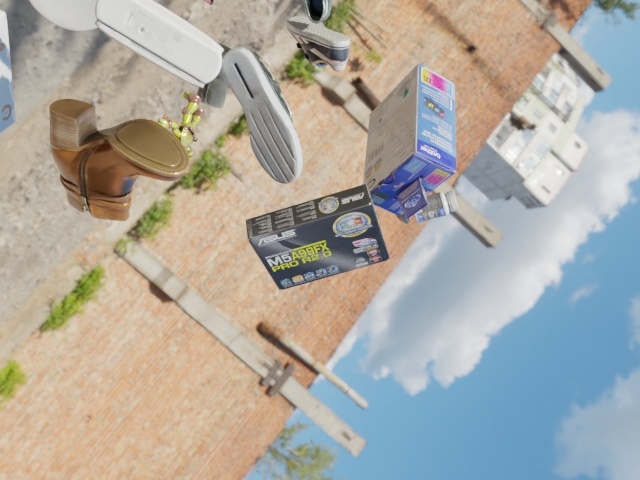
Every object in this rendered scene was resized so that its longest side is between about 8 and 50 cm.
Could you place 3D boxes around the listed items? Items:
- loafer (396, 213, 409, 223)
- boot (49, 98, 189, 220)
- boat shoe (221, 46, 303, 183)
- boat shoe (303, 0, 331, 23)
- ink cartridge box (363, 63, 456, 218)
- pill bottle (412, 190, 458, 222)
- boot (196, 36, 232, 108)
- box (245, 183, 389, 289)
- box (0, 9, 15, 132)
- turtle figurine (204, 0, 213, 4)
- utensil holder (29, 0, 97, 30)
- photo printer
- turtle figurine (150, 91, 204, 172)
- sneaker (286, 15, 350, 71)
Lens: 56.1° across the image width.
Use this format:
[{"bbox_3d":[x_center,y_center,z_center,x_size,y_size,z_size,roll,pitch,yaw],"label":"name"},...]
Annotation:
[{"bbox_3d":[0.252,-0.102,1.943,0.039,0.125,0.045,-3,-132,31],"label":"loafer"},{"bbox_3d":[-0.363,-0.111,1.086,0.109,0.283,0.220,-62,168,-48],"label":"boot"},{"bbox_3d":[-0.115,-0.304,1.434,0.121,0.335,0.119,-14,-165,29],"label":"boat shoe"},{"bbox_3d":[-0.008,-0.872,1.968,0.099,0.116,0.320,-74,168,-50],"label":"boat shoe"},{"bbox_3d":[0.253,-0.260,1.731,0.270,0.151,0.396,-40,-146,51],"label":"ink cartridge box"},{"bbox_3d":[0.362,-0.109,1.905,0.137,0.078,0.078,-16,-163,13],"label":"pill bottle"},{"bbox_3d":[-0.391,-0.580,2.062,0.076,0.189,0.209,-55,174,-50],"label":"boot"},{"bbox_3d":[0.000,0.000,1.314,0.269,0.216,0.060,-16,-127,6],"label":"box"},{"bbox_3d":[-0.974,-0.447,1.624,0.215,0.168,0.345,-69,178,-51],"label":"box"},{"bbox_3d":[-0.252,-0.634,1.246,0.198,0.266,0.274,-69,-163,-1],"label":"turtle figurine"},{"bbox_3d":[-0.780,-0.897,2.000,0.327,0.327,0.386,-46,-153,24],"label":"utensil holder"},{"bbox_3d":[-0.329,-0.430,1.286,0.107,0.256,0.307,-59,-164,9],"label":"photo printer"},{"bbox_3d":[-0.423,-0.345,1.849,0.269,0.087,0.217,63,38,-60],"label":"turtle figurine"},{"bbox_3d":[-0.019,-0.700,2.145,0.126,0.321,0.128,-22,135,-26],"label":"sneaker"}]
